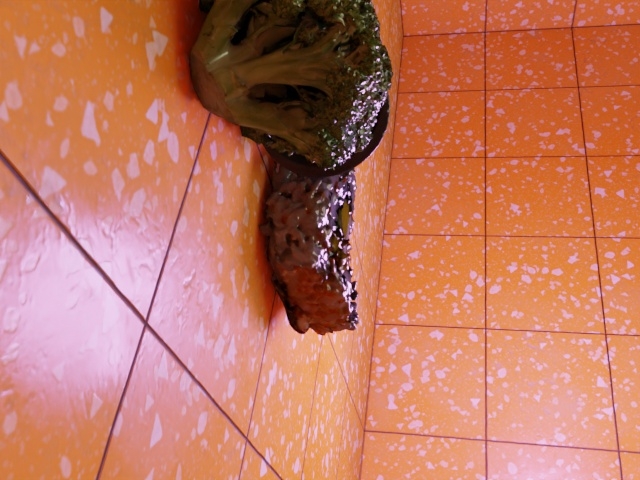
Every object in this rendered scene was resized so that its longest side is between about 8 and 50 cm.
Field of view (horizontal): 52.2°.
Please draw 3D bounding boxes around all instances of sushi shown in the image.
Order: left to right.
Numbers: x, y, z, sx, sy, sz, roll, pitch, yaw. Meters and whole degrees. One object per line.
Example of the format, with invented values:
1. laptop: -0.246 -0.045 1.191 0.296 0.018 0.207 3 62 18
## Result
1. sushi: 0.000 -0.005 1.461 0.417 0.175 0.418 -1 90 -78

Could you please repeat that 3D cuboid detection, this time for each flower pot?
1. flower pot: 0.009 -0.257 1.317 0.166 0.268 0.269 -9 100 -83

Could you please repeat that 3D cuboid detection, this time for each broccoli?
1. broccoli: -0.043 -0.285 1.023 0.413 0.321 0.310 102 6 -58
